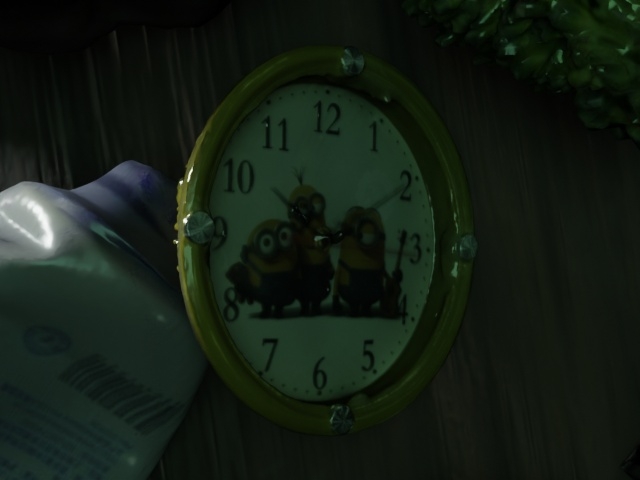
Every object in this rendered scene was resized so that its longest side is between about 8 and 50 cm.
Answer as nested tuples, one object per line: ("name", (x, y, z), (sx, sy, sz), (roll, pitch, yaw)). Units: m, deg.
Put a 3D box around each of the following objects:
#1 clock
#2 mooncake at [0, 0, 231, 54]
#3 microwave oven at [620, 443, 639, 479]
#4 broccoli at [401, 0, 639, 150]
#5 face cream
("clock", (0.000, 0.000, 0.758), (0.237, 0.057, 0.237), (1, 89, -40))
("mooncake", (-0.154, -0.296, 0.733), (0.350, 0.212, 0.381), (24, 81, -2))
("microwave oven", (0.368, 0.104, 0.737), (0.237, 0.181, 0.295), (42, 87, 0))
("broccoli", (0.201, -0.229, 0.742), (0.324, 0.272, 0.334), (-13, 78, -41))
("face cream", (-0.207, 0.137, 0.732), (0.235, 0.137, 0.420), (40, 82, -37))
